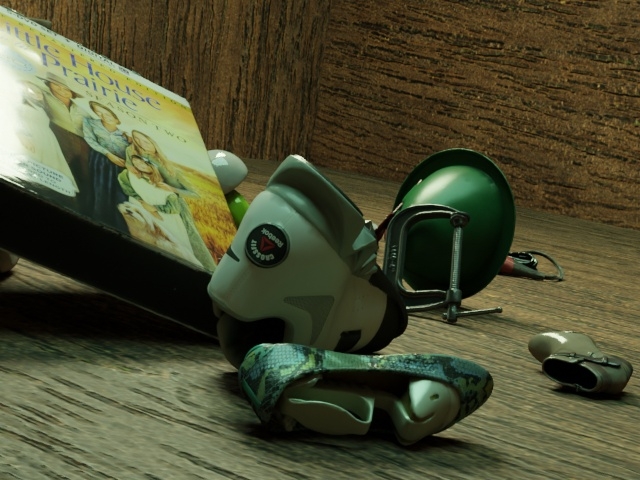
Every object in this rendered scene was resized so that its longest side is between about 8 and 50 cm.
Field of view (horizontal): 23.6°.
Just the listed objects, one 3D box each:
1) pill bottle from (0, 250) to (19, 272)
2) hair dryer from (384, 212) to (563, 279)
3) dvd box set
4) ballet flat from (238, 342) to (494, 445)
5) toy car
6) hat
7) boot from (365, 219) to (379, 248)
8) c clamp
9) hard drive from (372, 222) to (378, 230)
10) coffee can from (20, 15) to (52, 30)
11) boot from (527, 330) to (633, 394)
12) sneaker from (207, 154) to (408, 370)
[{"bbox_3d":[-0.447,-0.067,1.542,0.301,0.169,0.169,8,6,-1],"label":"pill bottle"},{"bbox_3d":[0.198,-0.002,2.229,0.293,0.080,0.223,3,8,-41],"label":"hair dryer"},{"bbox_3d":[-0.230,-0.087,1.434,0.307,0.062,0.420,26,20,-25],"label":"dvd box set"},{"bbox_3d":[0.037,0.112,1.040,0.188,0.070,0.070,4,7,-18],"label":"ballet flat"},{"bbox_3d":[-0.140,-0.012,1.669,0.136,0.159,0.182,-35,28,-26],"label":"toy car"},{"bbox_3d":[0.099,-0.014,1.743,0.173,0.208,0.183,22,8,37],"label":"hat"},{"bbox_3d":[0.000,0.000,1.731,0.106,0.114,0.037,50,-11,36],"label":"boot"},{"bbox_3d":[0.132,0.024,1.688,0.137,0.161,0.022,-11,-34,19],"label":"c clamp"},{"bbox_3d":[-0.037,-0.010,2.191,0.203,0.040,0.307,9,6,9],"label":"hard drive"},{"bbox_3d":[-0.540,-0.223,2.412,0.201,0.275,0.201,8,6,-1],"label":"coffee can"},{"bbox_3d":[0.220,0.108,1.365,0.118,0.042,0.087,11,9,35],"label":"boot"},{"bbox_3d":[-0.022,0.049,1.259,0.122,0.146,0.330,39,-7,22],"label":"sneaker"}]
